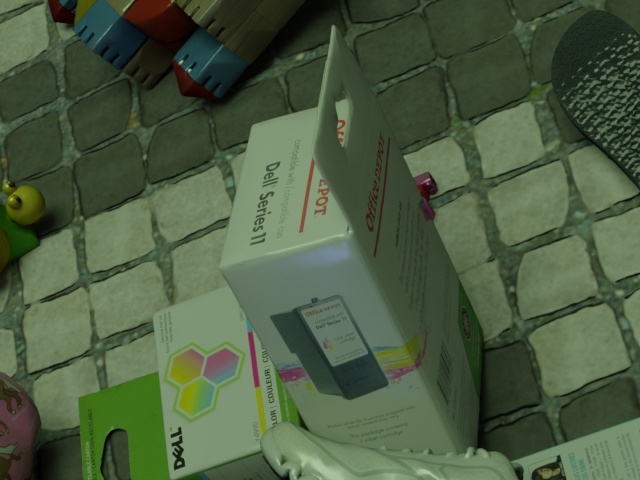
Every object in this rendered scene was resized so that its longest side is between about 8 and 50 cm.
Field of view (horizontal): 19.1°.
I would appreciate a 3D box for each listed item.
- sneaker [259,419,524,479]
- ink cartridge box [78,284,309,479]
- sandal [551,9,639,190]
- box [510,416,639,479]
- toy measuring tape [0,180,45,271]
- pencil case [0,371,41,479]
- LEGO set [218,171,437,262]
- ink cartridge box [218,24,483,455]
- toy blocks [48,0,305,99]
[{"bbox_3d":[0.090,0.209,1.513,0.292,0.110,0.118,27,81,13],"label":"sneaker"},{"bbox_3d":[-0.126,0.162,1.756,0.255,0.097,0.188,-20,53,13],"label":"ink cartridge box"},{"bbox_3d":[0.293,-0.104,1.754,0.097,0.054,0.254,-34,60,12],"label":"sandal"},{"bbox_3d":[0.195,0.230,1.571,0.244,0.060,0.100,-21,53,14],"label":"box"},{"bbox_3d":[-0.437,0.030,1.991,0.330,0.121,0.121,-31,51,6],"label":"toy measuring tape"},{"bbox_3d":[-0.362,0.295,1.718,0.160,0.167,0.386,11,51,-3],"label":"pencil case"},{"bbox_3d":[0.000,0.000,1.805,0.227,0.087,0.093,-23,51,14],"label":"LEGO set"},{"bbox_3d":[0.021,0.024,1.576,0.119,0.353,0.207,-15,34,18],"label":"ink cartridge box"},{"bbox_3d":[-0.165,-0.288,2.044,0.261,0.191,0.381,-49,49,6],"label":"toy blocks"}]
